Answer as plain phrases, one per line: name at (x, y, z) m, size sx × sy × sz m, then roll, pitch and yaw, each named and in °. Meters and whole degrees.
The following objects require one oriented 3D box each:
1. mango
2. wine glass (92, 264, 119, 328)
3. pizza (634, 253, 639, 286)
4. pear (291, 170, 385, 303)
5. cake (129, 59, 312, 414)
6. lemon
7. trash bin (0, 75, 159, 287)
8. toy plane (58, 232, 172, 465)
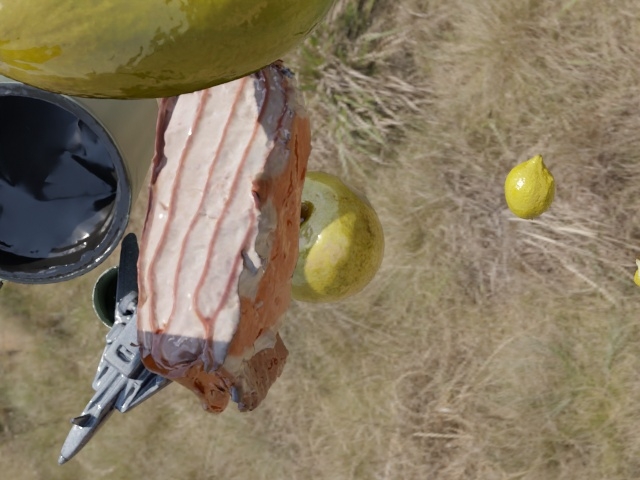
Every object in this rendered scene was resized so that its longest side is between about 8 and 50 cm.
mango at (-0.086, -0.146, 0.483) m, size 0.091 × 0.238 × 0.137 m, roll 116°, pitch 142°, yaw -59°
wine glass at (-0.252, 0.085, 1.175) m, size 0.231 × 0.103 × 0.103 m, roll 122°, pitch 144°, yaw -84°
pizza at (0.432, 0.061, 1.035) m, size 0.035 × 0.099 × 0.160 m, roll -62°, pitch 30°, yaw 19°
pear at (0.000, 0.000, 1.059) m, size 0.178 × 0.178 × 0.177 m, roll -1°, pitch 89°, yaw 46°
cake at (-0.069, -0.008, 0.598) m, size 0.098 × 0.135 × 0.287 m, roll 5°, pitch 99°, yaw 20°
lemon at (0.270, -0.068, 1.076) m, size 0.065 × 0.065 × 0.092 m, roll 35°, pitch 133°, yaw 40°
trash bin at (-0.304, -0.102, 0.948) m, size 0.277 × 0.217 × 0.262 m, roll -51°, pitch 17°, yaw 15°
toy plane at (-0.207, 0.133, 0.909) m, size 0.212 × 0.088 × 0.267 m, roll 36°, pitch 79°, yaw 16°
